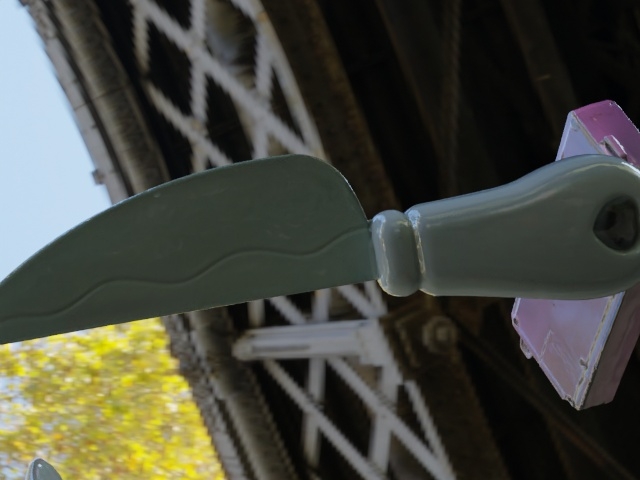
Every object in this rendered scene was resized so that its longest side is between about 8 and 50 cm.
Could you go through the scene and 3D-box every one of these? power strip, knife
[{"bbox_3d":[0.202,0.019,1.101,0.038,0.279,0.109,-19,-124,-19],"label":"power strip"},{"bbox_3d":[0.000,-0.002,0.701,0.332,0.044,0.080,-4,-83,-5],"label":"knife"}]

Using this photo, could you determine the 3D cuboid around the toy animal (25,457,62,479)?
[{"bbox_3d":[-0.274,0.213,0.846,0.283,0.140,0.138,-24,-109,11],"label":"toy animal"}]
